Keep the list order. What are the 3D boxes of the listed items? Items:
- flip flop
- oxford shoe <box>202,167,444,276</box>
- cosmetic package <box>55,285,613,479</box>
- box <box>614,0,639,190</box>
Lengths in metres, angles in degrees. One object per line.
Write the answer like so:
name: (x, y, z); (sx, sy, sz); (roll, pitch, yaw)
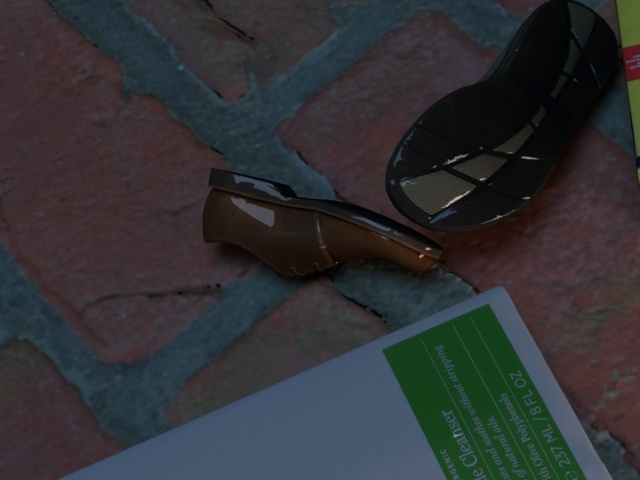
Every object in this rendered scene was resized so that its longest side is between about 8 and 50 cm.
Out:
flip flop: (0.149, -0.099, 1.568); (0.112, 0.080, 0.277); (43, 56, -4)
oxford shoe: (0.000, 0.000, 1.565); (0.212, 0.076, 0.076); (15, 92, 22)
cosmetic package: (0.010, 0.210, 1.343); (0.366, 0.155, 0.197); (-24, 53, -6)
box: (0.278, -0.131, 1.547); (0.058, 0.087, 0.232); (-8, 56, 12)
